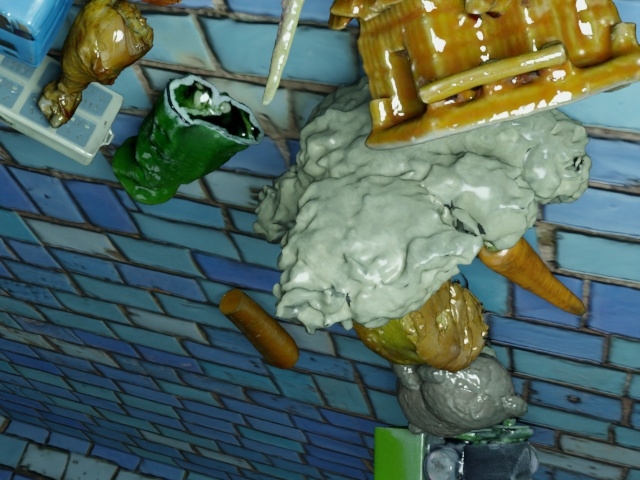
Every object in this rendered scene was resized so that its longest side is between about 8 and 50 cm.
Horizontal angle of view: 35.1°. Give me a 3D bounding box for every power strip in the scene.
[{"bbox_3d":[-0.437,-0.225,1.330,0.367,0.106,0.043,28,155,-14],"label":"power strip"}]

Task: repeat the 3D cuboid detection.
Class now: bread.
[{"bbox_3d":[0.135,0.114,1.517,0.160,0.147,0.260,-5,144,37],"label":"bread"}]

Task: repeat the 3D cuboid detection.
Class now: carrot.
[{"bbox_3d":[-0.106,0.171,1.889,0.067,0.067,0.225,1,146,35],"label":"carrot"},{"bbox_3d":[0.291,0.044,1.383,0.061,0.061,0.257,-6,152,43],"label":"carrot"}]

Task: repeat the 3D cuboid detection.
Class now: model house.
[{"bbox_3d":[0.135,-0.208,0.859,0.199,0.220,0.229,-17,91,64],"label":"model house"}]

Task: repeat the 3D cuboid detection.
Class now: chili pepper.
[{"bbox_3d":[-0.200,-0.123,1.368,0.136,0.099,0.270,7,157,-32],"label":"chili pepper"}]

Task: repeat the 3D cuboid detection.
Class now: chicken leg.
[{"bbox_3d":[-0.285,-0.212,1.226,0.087,0.107,0.251,50,140,-7],"label":"chicken leg"}]

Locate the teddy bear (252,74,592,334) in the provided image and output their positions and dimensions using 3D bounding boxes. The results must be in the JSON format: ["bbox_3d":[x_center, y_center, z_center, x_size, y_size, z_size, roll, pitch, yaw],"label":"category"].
[{"bbox_3d":[0.070,-0.023,1.061,0.357,0.367,0.224,-5,131,35],"label":"teddy bear"}]

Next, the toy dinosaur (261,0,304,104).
[{"bbox_3d":[-0.021,-0.269,0.855,0.251,0.200,0.072,60,-177,0],"label":"toy dinosaur"}]

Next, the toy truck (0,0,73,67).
[{"bbox_3d":[-0.454,-0.330,1.090,0.385,0.161,0.162,22,163,-4],"label":"toy truck"}]

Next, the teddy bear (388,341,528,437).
[{"bbox_3d":[0.222,0.247,1.696,0.236,0.151,0.267,21,155,-5],"label":"teddy bear"}]

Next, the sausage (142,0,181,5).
[{"bbox_3d":[-0.245,-0.348,0.965,0.102,0.102,0.330,-6,145,43],"label":"sausage"}]

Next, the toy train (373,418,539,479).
[{"bbox_3d":[0.261,0.420,1.899,0.249,0.173,0.307,-6,169,43],"label":"toy train"}]
